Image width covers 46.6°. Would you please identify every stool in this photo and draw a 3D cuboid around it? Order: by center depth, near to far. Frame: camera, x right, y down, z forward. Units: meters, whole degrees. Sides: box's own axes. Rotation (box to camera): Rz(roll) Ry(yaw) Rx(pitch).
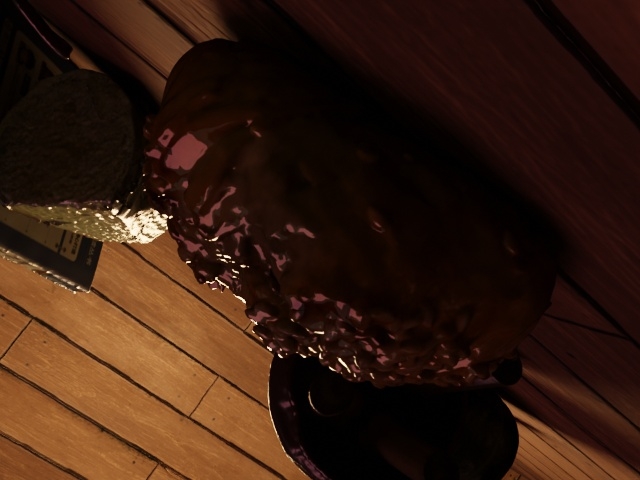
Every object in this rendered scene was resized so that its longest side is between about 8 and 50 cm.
[{"bbox_3d":[0.085,0.175,0.899,0.272,0.272,0.178,37,156,-4],"label":"stool"}]

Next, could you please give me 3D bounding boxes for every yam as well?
[{"bbox_3d":[-0.280,-0.097,0.989,0.202,0.201,0.271,2,163,10],"label":"yam"}]

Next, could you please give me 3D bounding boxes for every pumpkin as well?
[{"bbox_3d":[0.187,0.301,1.266,0.300,0.207,0.300,41,180,0],"label":"pumpkin"}]

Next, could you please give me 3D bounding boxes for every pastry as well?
[{"bbox_3d":[0.000,0.000,0.524,0.311,0.162,0.255,36,174,12],"label":"pastry"}]

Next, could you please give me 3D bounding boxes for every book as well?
[{"bbox_3d":[-0.394,-0.121,1.026,0.039,0.300,0.428,6,162,13],"label":"book"}]

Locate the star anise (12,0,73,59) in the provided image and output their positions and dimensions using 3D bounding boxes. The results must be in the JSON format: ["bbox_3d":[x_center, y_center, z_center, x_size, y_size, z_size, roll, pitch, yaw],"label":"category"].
[{"bbox_3d":[-0.302,-0.254,0.584,0.177,0.073,0.234,25,152,16],"label":"star anise"}]
